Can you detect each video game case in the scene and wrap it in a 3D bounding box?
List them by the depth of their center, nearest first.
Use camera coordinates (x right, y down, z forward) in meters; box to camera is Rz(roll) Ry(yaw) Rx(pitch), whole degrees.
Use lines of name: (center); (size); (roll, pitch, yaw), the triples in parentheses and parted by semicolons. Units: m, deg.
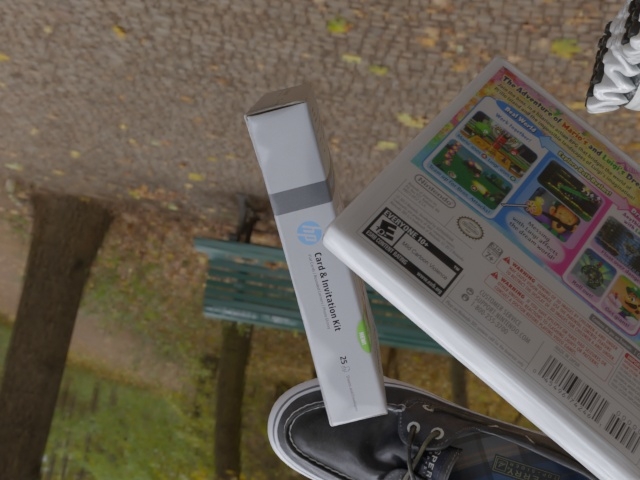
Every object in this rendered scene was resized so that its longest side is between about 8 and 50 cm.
video game case: (0.102, 0.006, 0.388); (0.157, 0.143, 0.019); (40, 146, 7)

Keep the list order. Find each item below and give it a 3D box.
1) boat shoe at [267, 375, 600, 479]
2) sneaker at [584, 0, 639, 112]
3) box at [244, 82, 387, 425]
boat shoe: (0.079, 0.143, 0.568); (0.229, 0.080, 0.076); (18, 177, -3)
sneaker: (0.327, -0.187, 0.817); (0.118, 0.110, 0.292); (16, 174, 9)
box: (0.000, 0.000, 0.559); (0.038, 0.186, 0.145); (-13, -168, 4)
